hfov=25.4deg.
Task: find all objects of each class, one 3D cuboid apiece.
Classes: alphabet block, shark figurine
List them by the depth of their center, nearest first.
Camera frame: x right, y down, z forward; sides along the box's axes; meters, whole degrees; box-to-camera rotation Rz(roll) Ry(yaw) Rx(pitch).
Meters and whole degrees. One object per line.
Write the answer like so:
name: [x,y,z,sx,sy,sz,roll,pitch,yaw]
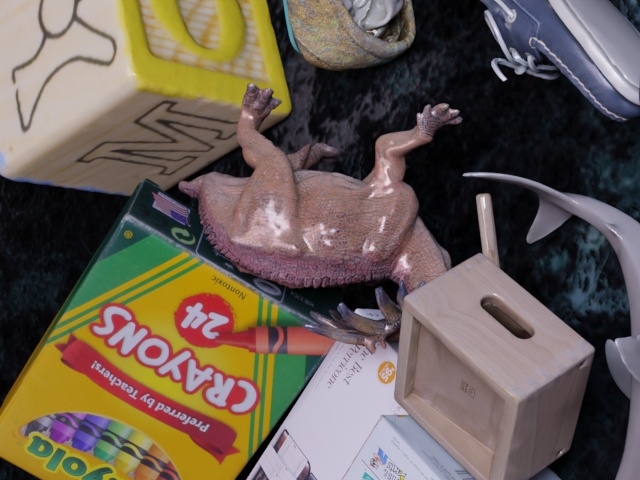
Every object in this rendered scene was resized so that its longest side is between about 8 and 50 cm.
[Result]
shark figurine: [0.208,0.053,0.957,0.166,0.116,0.278,-30,68,35]
alphabet block: [-0.172,-0.166,1.270,0.197,0.193,0.192,-27,70,37]

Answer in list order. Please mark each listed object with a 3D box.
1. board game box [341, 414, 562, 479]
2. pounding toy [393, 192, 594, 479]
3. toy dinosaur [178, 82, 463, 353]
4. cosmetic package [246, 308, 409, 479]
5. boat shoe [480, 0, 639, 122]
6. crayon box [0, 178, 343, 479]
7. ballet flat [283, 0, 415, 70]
board game box: [0.064,0.278,1.041,0.144,0.142,0.275,45,115,36]
pounding toy: [0.116,0.069,0.968,0.141,0.100,0.130,43,148,33]
toy dinosaur: [0.000,0.000,1.088,0.295,0.127,0.200,10,67,16]
cosmetic package: [0.014,0.178,1.154,0.099,0.060,0.239,46,116,34]
boat shoe: [0.156,-0.165,1.036,0.079,0.095,0.254,-50,54,25]
crayon box: [-0.148,0.131,1.217,0.319,0.202,0.081,-55,11,25]
ballet flat: [0.006,-0.291,1.094,0.123,0.123,0.349,16,132,42]
